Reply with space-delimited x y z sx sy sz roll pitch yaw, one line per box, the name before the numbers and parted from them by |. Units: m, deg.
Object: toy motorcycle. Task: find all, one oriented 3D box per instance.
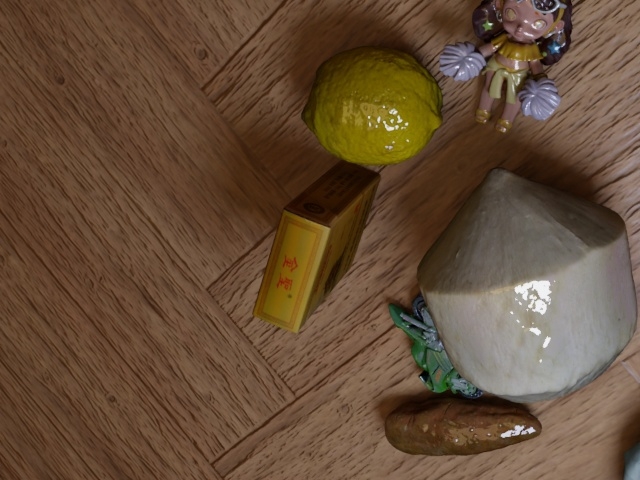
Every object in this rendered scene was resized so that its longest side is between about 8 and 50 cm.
toy motorcycle | 0.186 0.171 1.519 0.106 0.074 0.190 -23 97 36

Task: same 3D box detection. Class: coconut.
coconut | 0.278 0.050 1.310 0.329 0.329 0.328 7 110 21

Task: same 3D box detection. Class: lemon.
lemon | 0.077 -0.193 1.380 0.193 0.180 0.180 11 113 46

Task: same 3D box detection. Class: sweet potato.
sweet potato | 0.227 0.295 1.526 0.252 0.097 0.097 -8 103 24

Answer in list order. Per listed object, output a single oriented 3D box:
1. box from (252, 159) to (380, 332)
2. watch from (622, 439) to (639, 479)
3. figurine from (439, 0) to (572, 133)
box | 0.000 0.000 1.420 0.076 0.274 0.174 21 114 11
watch | 0.552 0.378 1.397 0.253 0.162 0.241 40 130 9
figurine | 0.266 -0.257 1.313 0.175 0.116 0.240 26 121 16
